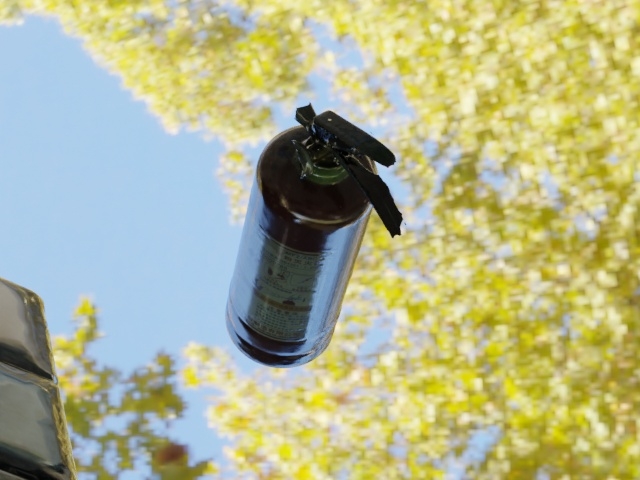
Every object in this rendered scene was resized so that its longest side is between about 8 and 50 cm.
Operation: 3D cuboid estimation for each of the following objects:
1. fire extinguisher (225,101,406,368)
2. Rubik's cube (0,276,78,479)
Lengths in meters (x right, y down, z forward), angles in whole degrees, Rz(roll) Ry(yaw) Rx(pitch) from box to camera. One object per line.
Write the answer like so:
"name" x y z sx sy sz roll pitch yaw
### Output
"fire extinguisher" 0.000 0.000 0.903 0.071 0.231 0.099 -28 -112 -26
"Rubik's cube" -0.357 0.176 0.859 0.362 0.363 0.359 26 -69 -23
